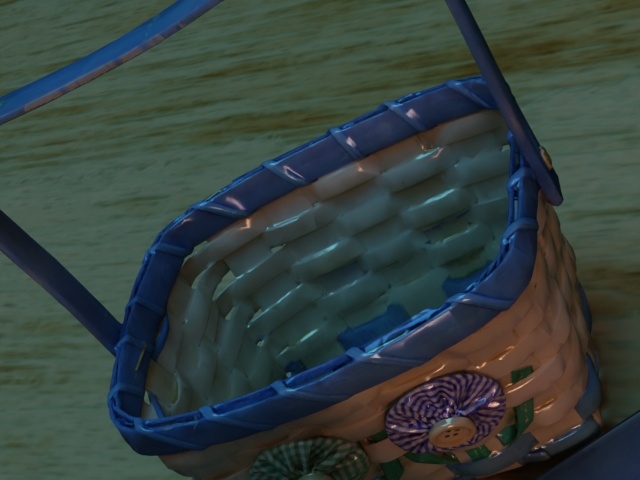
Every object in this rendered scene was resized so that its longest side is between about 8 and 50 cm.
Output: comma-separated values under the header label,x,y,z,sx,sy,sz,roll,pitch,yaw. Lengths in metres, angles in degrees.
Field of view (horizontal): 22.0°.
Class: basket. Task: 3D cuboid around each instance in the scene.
label,x,y,z,sx,sy,sz,roll,pitch,yaw
basket,0.000,0.000,0.793,0.254,0.289,0.201,-28,27,21

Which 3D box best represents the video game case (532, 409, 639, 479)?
label,x,y,z,sx,sy,sz,roll,pitch,yaw
video game case,0.227,0.097,0.695,0.274,0.026,0.196,-35,31,5
